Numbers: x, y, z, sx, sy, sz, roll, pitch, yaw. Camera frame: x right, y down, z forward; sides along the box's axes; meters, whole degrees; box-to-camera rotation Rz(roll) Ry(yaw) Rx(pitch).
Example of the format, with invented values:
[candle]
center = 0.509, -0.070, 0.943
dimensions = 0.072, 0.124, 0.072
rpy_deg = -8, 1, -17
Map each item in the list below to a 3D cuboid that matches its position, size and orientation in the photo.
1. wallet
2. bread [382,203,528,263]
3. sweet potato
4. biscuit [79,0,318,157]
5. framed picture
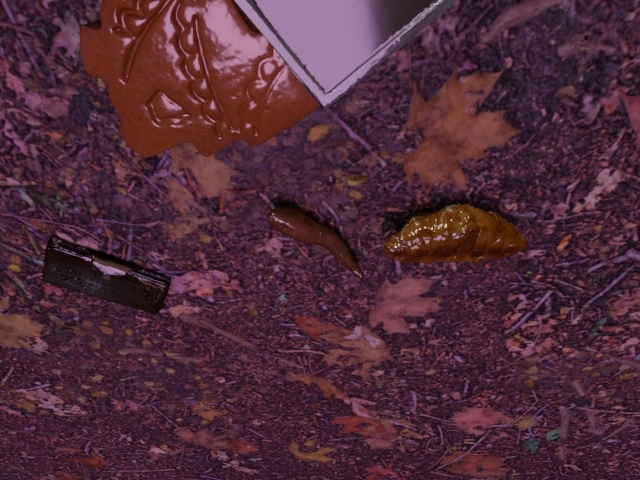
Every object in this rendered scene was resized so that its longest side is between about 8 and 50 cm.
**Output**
[wallet]
center = -0.418, 0.079, 0.843
dimensions = 0.232, 0.031, 0.122
rpy_deg = 23, 130, -15
[bread]
center = 0.213, -0.012, 0.699
dimensions = 0.233, 0.076, 0.105
rpy_deg = -4, 143, -2
[sweet potato]
center = 0.000, 0.000, 0.741
dimensions = 0.214, 0.050, 0.050
rpy_deg = 31, 126, -27
[biscuit]
center = -0.150, -0.214, 0.562
dimensions = 0.306, 0.043, 0.283
rpy_deg = 10, 130, -6
[framed picture]
center = 0.041, -0.298, 0.477
dimensions = 0.252, 0.014, 0.197
rpy_deg = -34, 121, 20
